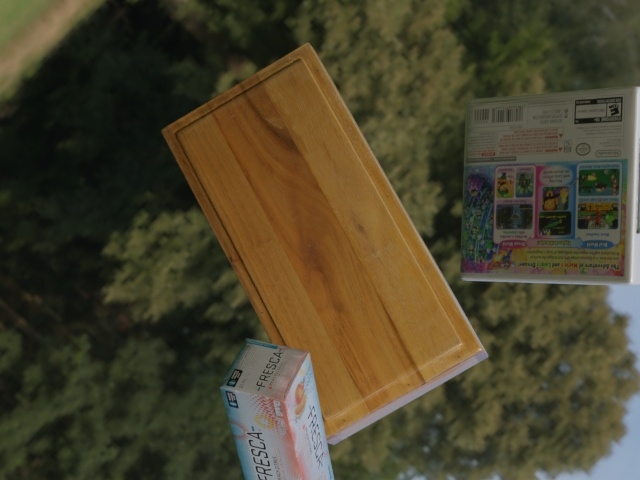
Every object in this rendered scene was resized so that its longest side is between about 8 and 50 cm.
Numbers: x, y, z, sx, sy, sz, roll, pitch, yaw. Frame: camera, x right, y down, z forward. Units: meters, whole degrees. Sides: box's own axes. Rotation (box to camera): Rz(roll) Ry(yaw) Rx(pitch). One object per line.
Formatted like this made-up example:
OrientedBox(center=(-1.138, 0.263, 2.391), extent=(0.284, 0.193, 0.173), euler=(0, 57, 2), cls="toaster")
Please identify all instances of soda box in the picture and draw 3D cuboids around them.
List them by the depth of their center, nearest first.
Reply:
OrientedBox(center=(-0.035, 0.169, 1.217), extent=(0.063, 0.183, 0.058), euler=(10, -133, 19), cls="soda box")

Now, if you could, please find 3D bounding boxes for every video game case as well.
OrientedBox(center=(0.172, -0.039, 1.055), extent=(0.157, 0.019, 0.143), euler=(0, -92, 44), cls="video game case")

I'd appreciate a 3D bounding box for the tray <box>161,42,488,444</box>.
OrientedBox(center=(0.000, 0.000, 1.594), extent=(0.202, 0.411, 0.076), euler=(-30, 163, 5), cls="tray")
